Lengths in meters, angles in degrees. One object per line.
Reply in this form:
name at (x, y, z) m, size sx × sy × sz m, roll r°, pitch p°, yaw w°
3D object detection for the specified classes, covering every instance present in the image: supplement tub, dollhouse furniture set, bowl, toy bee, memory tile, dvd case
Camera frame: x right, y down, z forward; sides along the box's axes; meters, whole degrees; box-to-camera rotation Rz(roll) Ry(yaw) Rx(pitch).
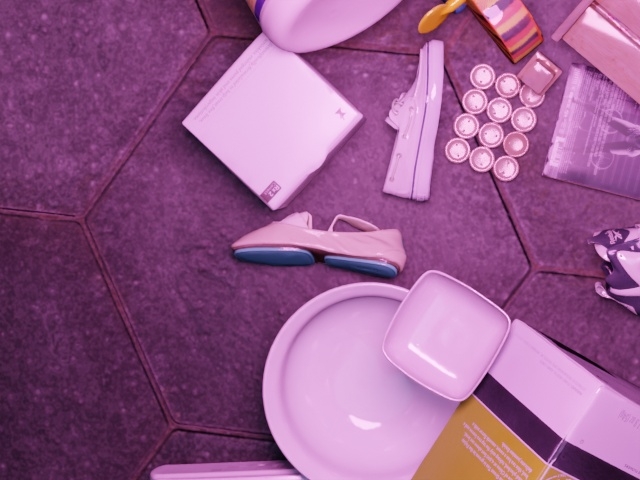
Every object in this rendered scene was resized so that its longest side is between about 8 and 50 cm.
supplement tub at (-0.036, -0.444, 1.696) m, size 0.241 × 0.241 × 0.331 m, roll -31°, pitch 76°, yaw 6°
dollhouse furniture set at (0.507, -0.269, 1.762) m, size 0.303 × 0.174 × 0.355 m, roll 42°, pitch 116°, yaw 2°
bowl at (0.166, 0.124, 1.679) m, size 0.142 × 0.053 × 0.142 m, roll 32°, pitch 95°, yaw 15°
toy bee at (0.187, -0.365, 1.739) m, size 0.298 × 0.162 × 0.195 m, roll 30°, pitch 95°, yaw 2°
memory tile at (0.247, -0.166, 1.819) m, size 0.113 × 0.012 × 0.148 m, roll 19°, pitch 94°, yaw 4°
dvd case at (0.438, -0.144, 1.801) m, size 0.221 × 0.018 × 0.165 m, roll 14°, pitch 93°, yaw 5°
bowl at (0.072, 0.201, 1.795) m, size 0.297 × 0.134 × 0.298 m, roll 0°, pitch 93°, yaw 4°

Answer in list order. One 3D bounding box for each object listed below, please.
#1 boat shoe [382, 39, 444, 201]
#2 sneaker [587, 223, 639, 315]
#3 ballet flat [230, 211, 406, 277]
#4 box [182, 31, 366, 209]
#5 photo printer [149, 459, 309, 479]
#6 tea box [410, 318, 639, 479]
boat shoe at (0.127, -0.168, 1.793) m, size 0.075 × 0.083 × 0.226 m, roll 6°, pitch 95°, yaw 4°
sneaker at (0.450, -0.009, 1.760) m, size 0.153 × 0.094 × 0.235 m, roll 17°, pitch 114°, yaw 1°
ballet flat at (0.000, 0.000, 1.825) m, size 0.248 × 0.086 × 0.086 m, roll 7°, pitch 94°, yaw 3°
box at (-0.061, -0.166, 1.793) m, size 0.182 × 0.119 × 0.181 m, roll 43°, pitch 95°, yaw 1°
photo printer at (-0.110, 0.473, 1.839) m, size 0.256 × 0.107 × 0.308 m, roll -3°, pitch 93°, yaw 5°
tea box at (0.331, 0.334, 1.675) m, size 0.329 × 0.220 × 0.324 m, roll 28°, pitch 98°, yaw -28°
